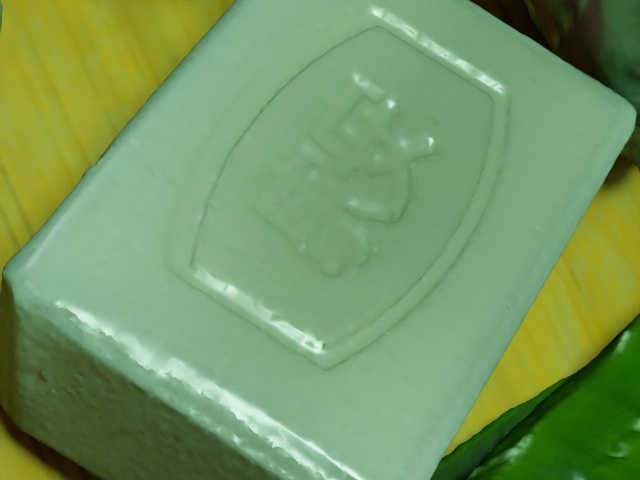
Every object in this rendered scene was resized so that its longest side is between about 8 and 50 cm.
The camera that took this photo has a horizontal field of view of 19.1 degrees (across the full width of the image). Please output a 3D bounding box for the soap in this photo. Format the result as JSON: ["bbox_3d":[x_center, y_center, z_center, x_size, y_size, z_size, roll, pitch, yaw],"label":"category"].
[{"bbox_3d":[0.000,0.000,0.540,0.121,0.064,0.183,32,50,4],"label":"soap"}]

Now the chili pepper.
[{"bbox_3d":[0.148,0.030,0.634,0.085,0.076,0.359,38,47,22],"label":"chili pepper"}]

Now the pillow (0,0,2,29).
[{"bbox_3d":[-0.173,-0.101,0.372,0.310,0.283,0.138,-12,54,-39],"label":"pillow"}]

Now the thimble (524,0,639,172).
[{"bbox_3d":[0.138,-0.126,0.621,0.211,0.185,0.149,-7,68,-58],"label":"thimble"}]
